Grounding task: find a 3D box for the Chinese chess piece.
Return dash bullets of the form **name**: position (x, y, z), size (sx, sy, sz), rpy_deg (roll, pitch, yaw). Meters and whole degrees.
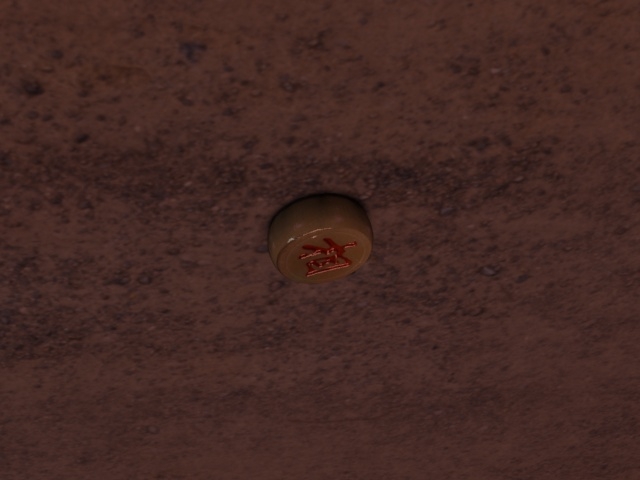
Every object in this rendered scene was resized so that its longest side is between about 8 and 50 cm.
- **Chinese chess piece**: position (0.000, 0.000, 1.443), size (0.122, 0.051, 0.122), rpy_deg (-8, 146, -6)
